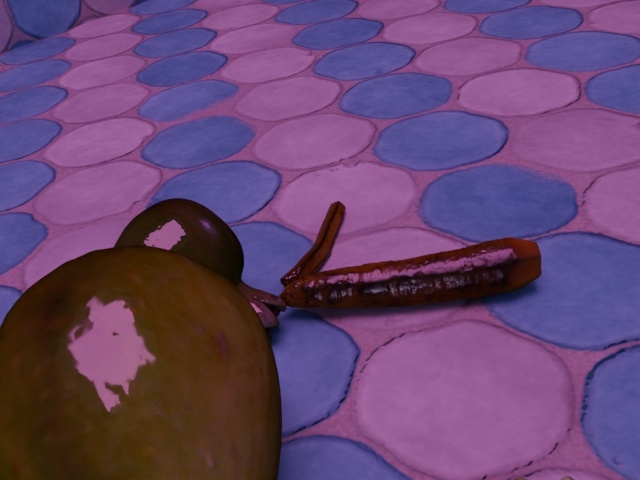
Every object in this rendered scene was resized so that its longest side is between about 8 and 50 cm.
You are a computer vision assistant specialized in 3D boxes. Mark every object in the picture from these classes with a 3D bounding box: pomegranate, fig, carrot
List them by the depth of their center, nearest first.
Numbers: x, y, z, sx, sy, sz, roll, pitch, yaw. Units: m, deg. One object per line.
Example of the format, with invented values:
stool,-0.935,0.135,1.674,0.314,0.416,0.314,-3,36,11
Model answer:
fig,-0.148,0.160,0.638,0.258,0.258,0.326,-17,45,-10
pomegranate,-0.154,0.049,0.888,0.210,0.179,0.179,30,49,30
carrot,0.101,0.047,0.903,0.314,0.066,0.066,-8,32,4

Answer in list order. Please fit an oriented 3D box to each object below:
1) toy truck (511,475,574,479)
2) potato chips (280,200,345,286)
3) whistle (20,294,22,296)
toy truck,0.138,0.233,0.508,0.100,0.169,0.077,-22,31,-29
potato chips,0.000,0.000,1.047,0.037,0.026,0.204,-9,30,29
whistle,-0.338,0.090,0.972,0.158,0.090,0.090,-36,7,47
